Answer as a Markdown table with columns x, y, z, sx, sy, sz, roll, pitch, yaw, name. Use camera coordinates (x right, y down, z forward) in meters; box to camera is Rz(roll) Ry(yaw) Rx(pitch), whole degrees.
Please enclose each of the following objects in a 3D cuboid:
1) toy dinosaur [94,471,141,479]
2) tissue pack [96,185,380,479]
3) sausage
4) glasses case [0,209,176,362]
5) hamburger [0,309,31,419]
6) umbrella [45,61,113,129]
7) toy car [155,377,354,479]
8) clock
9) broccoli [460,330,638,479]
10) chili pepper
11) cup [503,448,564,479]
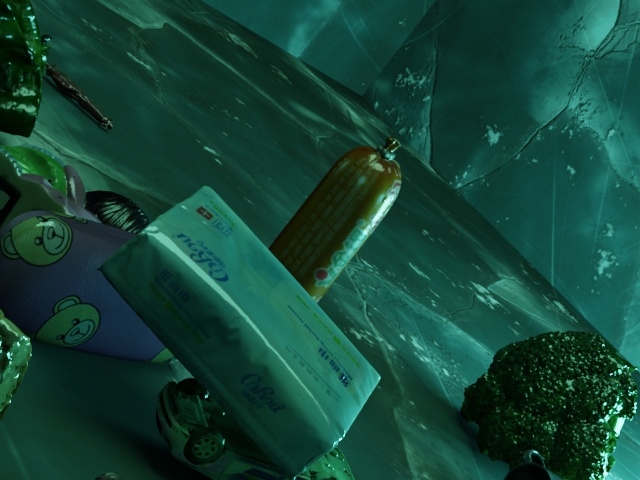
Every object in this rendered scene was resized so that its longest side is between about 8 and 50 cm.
| x | y | z | sx | sy | sz | roll | pitch | yaw | name |
| --- | --- | --- | --- | --- | --- | --- | --- | --- | --- |
| -0.093 | 0.280 | 1.081 | 0.200 | 0.072 | 0.251 | 21 | 31 | -25 | toy dinosaur |
| -0.068 | 0.079 | 1.307 | 0.263 | 0.089 | 0.177 | 47 | 23 | -2 | tissue pack |
| 0.000 | 0.000 | 1.699 | 0.093 | 0.312 | 0.093 | 36 | 15 | -11 | sausage |
| -0.210 | 0.051 | 1.373 | 0.076 | 0.123 | 0.316 | 40 | 11 | 35 | glasses case |
| -0.316 | 0.071 | 0.989 | 0.208 | 0.155 | 0.135 | 35 | 7 | 19 | hamburger |
| -0.373 | -0.223 | 2.104 | 0.165 | 0.025 | 0.027 | 43 | -5 | 10 | umbrella |
| -0.066 | 0.208 | 1.331 | 0.224 | 0.076 | 0.090 | 25 | 22 | -28 | toy car |
| -0.284 | -0.028 | 1.509 | 0.194 | 0.100 | 0.195 | 42 | 12 | 23 | clock |
| 0.342 | 0.254 | 2.027 | 0.294 | 0.265 | 0.245 | -45 | 118 | -71 | broccoli |
| -0.468 | -0.243 | 1.591 | 0.385 | 0.213 | 0.167 | 26 | 59 | -30 | chili pepper |
| 0.291 | 0.329 | 1.850 | 0.077 | 0.078 | 0.100 | 29 | 52 | -49 | cup |
